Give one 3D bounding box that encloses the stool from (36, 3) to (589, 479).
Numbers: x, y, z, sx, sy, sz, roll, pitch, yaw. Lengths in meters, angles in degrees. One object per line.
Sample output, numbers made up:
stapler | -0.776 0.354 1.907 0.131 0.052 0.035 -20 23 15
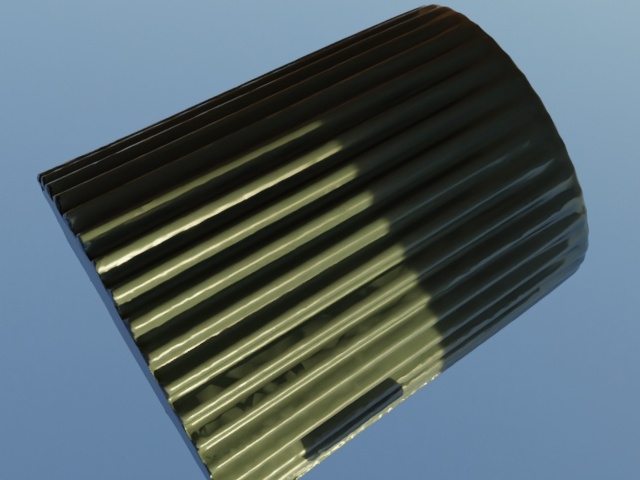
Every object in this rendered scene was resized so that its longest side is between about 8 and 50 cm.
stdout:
stool | 0.000 0.000 0.930 0.330 0.297 0.297 -30 -135 -11
